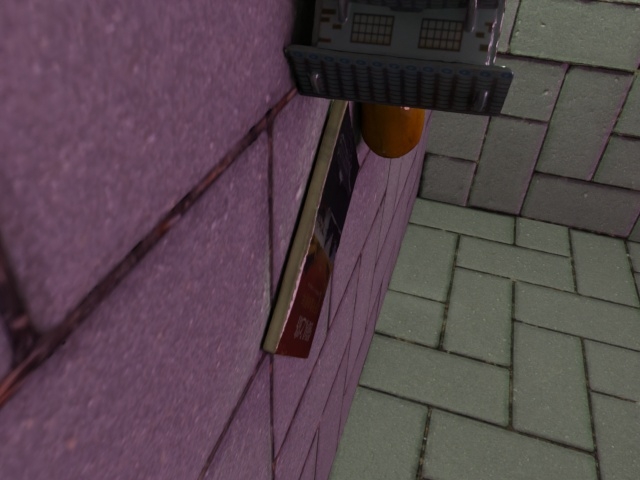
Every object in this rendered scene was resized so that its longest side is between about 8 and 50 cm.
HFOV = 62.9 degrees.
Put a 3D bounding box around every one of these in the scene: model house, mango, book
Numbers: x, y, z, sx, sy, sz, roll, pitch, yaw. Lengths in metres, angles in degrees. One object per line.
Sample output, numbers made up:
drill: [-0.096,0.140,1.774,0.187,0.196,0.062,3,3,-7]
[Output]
model house: [0.095,-0.254,0.560,0.198,0.223,0.216,-35,133,-75]
mango: [0.129,-0.274,0.949,0.317,0.119,0.177,79,28,-43]
book: [0.000,0.000,0.835,0.262,0.028,0.375,61,43,-75]
